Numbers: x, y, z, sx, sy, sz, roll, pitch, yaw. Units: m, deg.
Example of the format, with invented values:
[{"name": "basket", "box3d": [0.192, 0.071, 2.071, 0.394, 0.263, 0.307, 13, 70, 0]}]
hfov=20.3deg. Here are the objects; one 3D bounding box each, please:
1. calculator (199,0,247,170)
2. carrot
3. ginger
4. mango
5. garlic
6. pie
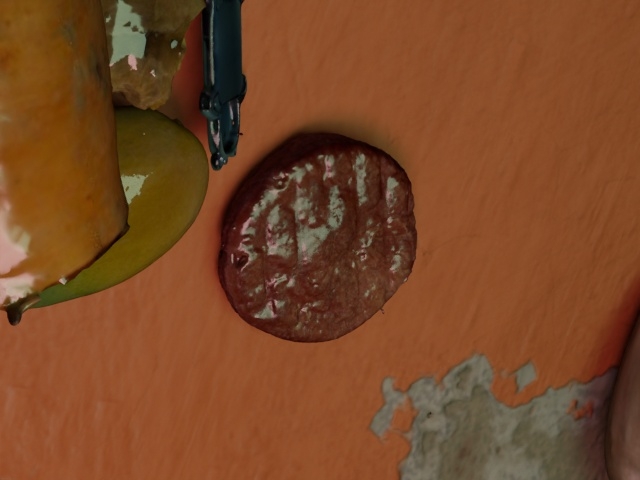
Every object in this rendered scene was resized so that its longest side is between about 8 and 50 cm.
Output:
[{"name": "calculator", "box3d": [-0.073, -0.125, 1.338, 0.094, 0.019, 0.141, -45, 135, -70]}, {"name": "carrot", "box3d": [-0.241, -0.137, 1.117, 0.224, 0.224, 0.341, -23, 113, -23]}, {"name": "ginger", "box3d": [-0.169, -0.227, 1.233, 0.131, 0.086, 0.295, -24, 113, -12]}, {"name": "mango", "box3d": [-0.172, -0.022, 1.308, 0.194, 0.092, 0.130, -40, 128, -2]}, {"name": "garlic", "box3d": [0.333, 0.144, 1.683, 0.143, 0.112, 0.318, 9, 98, -58]}, {"name": "pie", "box3d": [0.000, 0.000, 1.448, 0.182, 0.049, 0.182, -12, 115, -27]}]
